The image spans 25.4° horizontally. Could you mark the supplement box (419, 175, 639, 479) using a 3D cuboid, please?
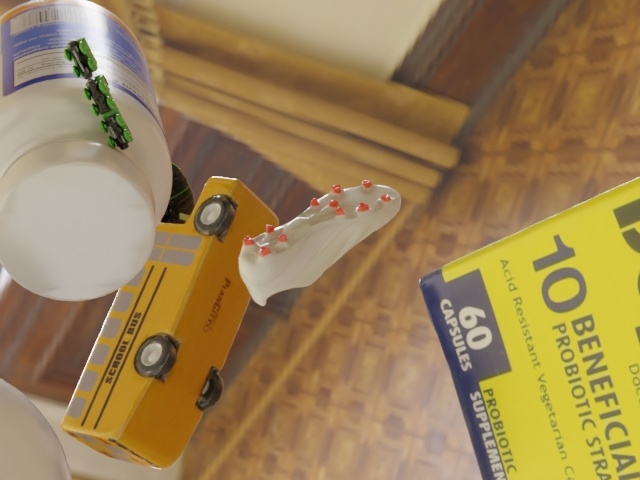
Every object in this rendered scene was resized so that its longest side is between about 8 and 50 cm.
[{"bbox_3d":[0.246,0.047,0.676,0.356,0.195,0.194,-29,75,52],"label":"supplement box"}]

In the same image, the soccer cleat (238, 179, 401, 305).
[{"bbox_3d":[0.000,0.000,1.491,0.068,0.196,0.076,39,147,45],"label":"soccer cleat"}]

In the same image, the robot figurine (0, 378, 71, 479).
[{"bbox_3d":[-0.303,0.203,0.993,0.353,0.300,0.200,-32,19,46],"label":"robot figurine"}]

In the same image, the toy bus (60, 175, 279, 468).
[{"bbox_3d":[-0.167,0.090,1.640,0.130,0.108,0.332,5,65,38],"label":"toy bus"}]

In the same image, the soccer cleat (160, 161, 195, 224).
[{"bbox_3d":[-0.186,-0.016,1.740,0.072,0.060,0.179,-70,-18,-51],"label":"soccer cleat"}]

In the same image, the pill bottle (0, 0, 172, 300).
[{"bbox_3d":[-0.193,-0.070,1.081,0.152,0.152,0.272,-62,24,23],"label":"pill bottle"}]

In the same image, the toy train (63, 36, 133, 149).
[{"bbox_3d":[-0.151,-0.101,0.973,0.017,0.083,0.023,-22,18,11],"label":"toy train"}]
